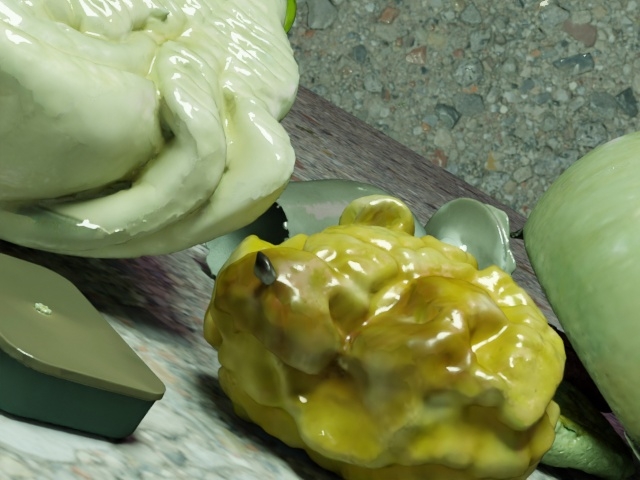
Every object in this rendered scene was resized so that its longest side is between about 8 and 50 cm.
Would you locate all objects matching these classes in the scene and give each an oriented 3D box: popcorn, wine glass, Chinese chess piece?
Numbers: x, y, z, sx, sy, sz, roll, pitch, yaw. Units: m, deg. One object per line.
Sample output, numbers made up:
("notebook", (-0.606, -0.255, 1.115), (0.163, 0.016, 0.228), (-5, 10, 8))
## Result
("popcorn", (0.032, 0.062, 0.826), (0.194, 0.140, 0.163), (20, 18, 0))
("wine glass", (0.030, 0.007, 1.115), (0.222, 0.103, 0.103), (5, 24, -39))
("Chinese chess piece", (0.292, 0.084, 1.156), (0.349, 0.146, 0.349), (49, 14, -17))

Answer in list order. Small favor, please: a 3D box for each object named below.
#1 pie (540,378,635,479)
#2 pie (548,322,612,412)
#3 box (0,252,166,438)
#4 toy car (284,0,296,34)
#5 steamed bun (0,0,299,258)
("pie", (0.151, 0.121, 1.143), (0.187, 0.041, 0.187), (30, 9, -5))
("pie", (0.181, 0.093, 1.316), (0.182, 0.050, 0.182), (31, 0, 0))
("box", (-0.134, 0.043, 0.710), (0.091, 0.031, 0.126), (21, 13, -44))
("toy car", (-0.155, -0.152, 1.166), (0.235, 0.235, 0.145), (23, 11, -36))
("steamed bun", (-0.167, -0.099, 0.905), (0.268, 0.207, 0.280), (26, 37, -25))
